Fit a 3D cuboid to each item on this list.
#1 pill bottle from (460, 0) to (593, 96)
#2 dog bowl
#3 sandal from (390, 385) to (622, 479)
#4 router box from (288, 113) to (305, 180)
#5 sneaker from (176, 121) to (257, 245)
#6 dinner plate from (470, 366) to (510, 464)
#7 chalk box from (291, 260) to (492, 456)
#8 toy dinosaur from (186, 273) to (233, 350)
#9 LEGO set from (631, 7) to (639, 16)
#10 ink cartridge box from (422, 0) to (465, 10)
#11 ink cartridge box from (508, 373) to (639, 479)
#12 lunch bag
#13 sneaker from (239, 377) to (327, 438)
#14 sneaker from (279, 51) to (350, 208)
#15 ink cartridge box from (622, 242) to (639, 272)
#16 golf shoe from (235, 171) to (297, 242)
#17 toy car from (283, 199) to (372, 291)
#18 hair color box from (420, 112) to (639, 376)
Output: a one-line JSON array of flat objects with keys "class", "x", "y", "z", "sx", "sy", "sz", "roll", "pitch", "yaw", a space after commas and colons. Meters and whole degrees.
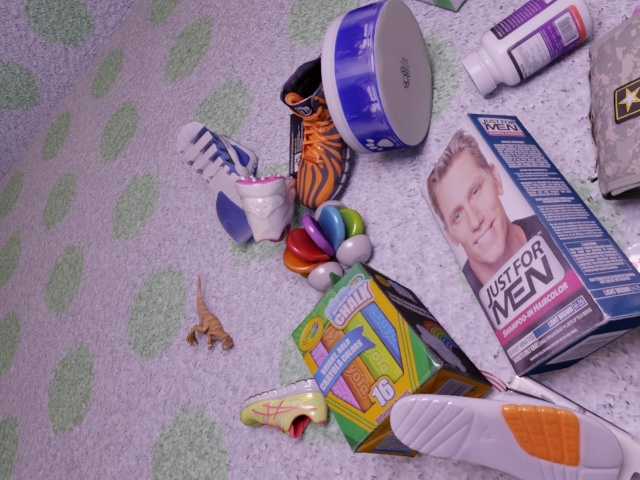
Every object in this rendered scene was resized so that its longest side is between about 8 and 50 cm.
[{"class": "pill bottle", "x": 0.352, "y": -0.344, "z": 0.781, "sx": 0.193, "sy": 0.108, "sz": 0.108, "roll": -31, "pitch": 56, "yaw": 24}, {"class": "dog bowl", "x": 0.116, "y": -0.302, "z": 0.842, "sx": 0.104, "sy": 0.265, "sz": 0.264, "roll": 0, "pitch": 72, "yaw": 35}, {"class": "sandal", "x": 0.223, "y": 0.227, "z": 0.556, "sx": 0.265, "sy": 0.076, "sz": 0.102, "roll": 9, "pitch": 101, "yaw": 12}, {"class": "router box", "x": -0.011, "y": -0.239, "z": 1.057, "sx": 0.133, "sy": 0.046, "sz": 0.179, "roll": -13, "pitch": 66, "yaw": 33}, {"class": "sneaker", "x": -0.208, "y": -0.157, "z": 1.130, "sx": 0.127, "sy": 0.182, "sz": 0.315, "roll": -33, "pitch": 85, "yaw": 26}, {"class": "dinner plate", "x": 0.240, "y": 0.268, "z": 0.688, "sx": 0.141, "sy": 0.017, "sz": 0.141, "roll": -15, "pitch": 63, "yaw": 33}, {"class": "chalk box", "x": 0.089, "y": 0.168, "z": 0.728, "sx": 0.179, "sy": 0.180, "sz": 0.289, "roll": -49, "pitch": 43, "yaw": 12}, {"class": "toy dinosaur", "x": -0.280, "y": 0.201, "z": 1.096, "sx": 0.112, "sy": 0.064, "sz": 0.211, "roll": -40, "pitch": 60, "yaw": -4}, {"class": "LEGO set", "x": 0.542, "y": -0.370, "z": 0.666, "sx": 0.093, "sy": 0.087, "sz": 0.227, "roll": 18, "pitch": 78, "yaw": 37}, {"class": "ink cartridge box", "x": 0.244, "y": -0.653, "z": 0.978, "sx": 0.201, "sy": 0.117, "sz": 0.278, "roll": -52, "pitch": 50, "yaw": 9}, {"class": "ink cartridge box", "x": 0.324, "y": 0.267, "z": 0.585, "sx": 0.180, "sy": 0.060, "sz": 0.104, "roll": 29, "pitch": 90, "yaw": 32}, {"class": "lunch bag", "x": 0.497, "y": -0.182, "z": 0.560, "sx": 0.287, "sy": 0.169, "sz": 0.235, "roll": -6, "pitch": 76, "yaw": 35}, {"class": "sneaker", "x": -0.073, "y": 0.336, "z": 0.860, "sx": 0.208, "sy": 0.081, "sz": 0.094, "roll": -28, "pitch": 60, "yaw": 26}, {"class": "sneaker", "x": -0.018, "y": -0.222, "z": 0.898, "sx": 0.125, "sy": 0.180, "sz": 0.321, "roll": 20, "pitch": 102, "yaw": 32}, {"class": "ink cartridge box", "x": 0.475, "y": 0.091, "z": 0.526, "sx": 0.160, "sy": 0.092, "sz": 0.219, "roll": -31, "pitch": 56, "yaw": 26}, {"class": "golf shoe", "x": -0.106, "y": -0.069, "z": 0.944, "sx": 0.115, "sy": 0.306, "sz": 0.140, "roll": -7, "pitch": 96, "yaw": 6}, {"class": "toy car", "x": 0.000, "y": 0.000, "z": 0.897, "sx": 0.182, "sy": 0.136, "sz": 0.159, "roll": -43, "pitch": 52, "yaw": 17}, {"class": "hair color box", "x": 0.284, "y": -0.005, "z": 0.645, "sx": 0.174, "sy": 0.105, "sz": 0.347, "roll": 112, "pitch": 148, "yaw": -49}]
